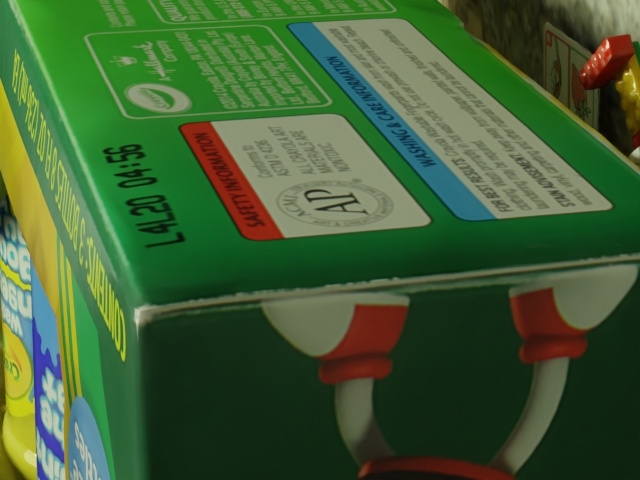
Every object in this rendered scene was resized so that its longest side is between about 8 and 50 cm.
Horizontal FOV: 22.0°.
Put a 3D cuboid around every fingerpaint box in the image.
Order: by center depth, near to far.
[{"bbox_3d":[-0.039,0.085,0.641,0.445,0.163,0.371,-124,32,-60],"label":"fingerpaint box"}]

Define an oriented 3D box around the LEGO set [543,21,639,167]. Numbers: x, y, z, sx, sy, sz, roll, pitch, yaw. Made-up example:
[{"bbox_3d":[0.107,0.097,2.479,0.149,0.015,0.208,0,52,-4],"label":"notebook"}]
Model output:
[{"bbox_3d":[0.094,0.010,0.575,0.182,0.060,0.244,-126,29,-60],"label":"LEGO set"}]
